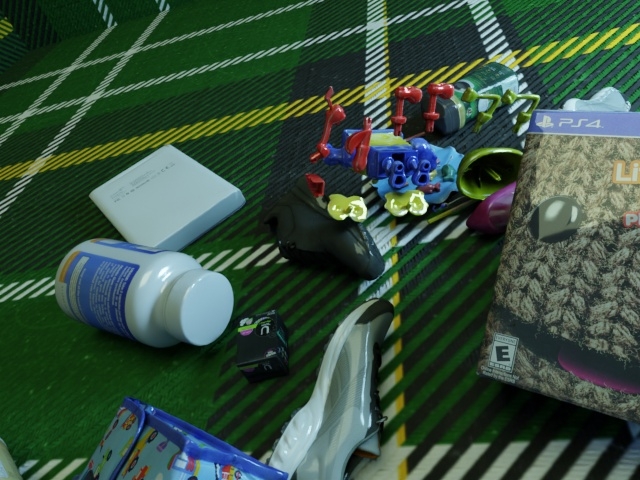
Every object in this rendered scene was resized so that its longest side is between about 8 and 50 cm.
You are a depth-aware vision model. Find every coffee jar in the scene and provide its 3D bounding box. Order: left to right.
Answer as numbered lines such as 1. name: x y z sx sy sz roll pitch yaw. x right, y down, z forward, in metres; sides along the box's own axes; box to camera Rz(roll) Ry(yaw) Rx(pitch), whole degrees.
1. coffee jar: 0.301 -0.287 0.994 0.185 0.079 0.096 -28 45 -9

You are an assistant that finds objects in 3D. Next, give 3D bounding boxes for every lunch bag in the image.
1. lunch bag: -0.206 0.304 0.529 0.293 0.138 0.220 -4 56 49

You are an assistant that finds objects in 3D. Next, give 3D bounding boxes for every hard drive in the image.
1. hard drive: -0.352 -0.093 1.087 0.233 0.047 0.353 -39 43 -19

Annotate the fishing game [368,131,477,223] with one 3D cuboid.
1. fishing game: 0.184 -0.130 0.908 0.189 0.041 0.264 -21 41 -4

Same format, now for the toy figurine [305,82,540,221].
1. toy figurine: 0.132 -0.166 0.798 0.363 0.191 0.217 -7 24 -15

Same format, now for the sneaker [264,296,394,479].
1. sneaker: 0.040 0.193 0.593 0.108 0.100 0.271 15 59 23

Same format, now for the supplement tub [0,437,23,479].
1. supplement tub: -0.458 0.327 0.610 0.200 0.144 0.144 24 58 39

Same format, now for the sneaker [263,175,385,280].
1. sneaker: 0.000 0.000 0.815 0.130 0.109 0.286 -40 37 -6

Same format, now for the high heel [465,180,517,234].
1. high heel: 0.347 -0.077 0.778 0.244 0.082 0.117 -33 9 -23

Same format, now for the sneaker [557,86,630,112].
1. sneaker: 0.478 -0.182 0.782 0.229 0.086 0.132 -22 41 -36

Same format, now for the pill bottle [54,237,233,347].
1. pill bottle: -0.280 0.086 0.788 0.272 0.152 0.152 9 50 30

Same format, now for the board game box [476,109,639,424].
1. board game box: 0.319 0.030 0.506 0.232 0.141 0.290 10 83 31

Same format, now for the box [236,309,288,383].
1. box: -0.083 0.153 0.708 0.062 0.052 0.083 -15 42 9
